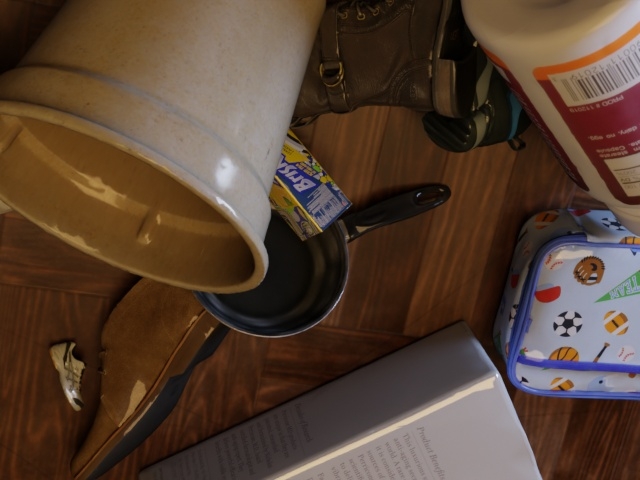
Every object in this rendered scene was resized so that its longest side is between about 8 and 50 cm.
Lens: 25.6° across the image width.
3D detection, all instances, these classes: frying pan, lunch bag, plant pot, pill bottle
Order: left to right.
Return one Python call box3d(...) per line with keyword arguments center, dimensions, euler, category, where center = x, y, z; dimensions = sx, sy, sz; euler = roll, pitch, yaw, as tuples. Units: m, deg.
box3d(center=(-0.148, -0.159, 1.406), dimensions=(0.334, 0.334, 0.305), euler=(32, 67, -20), category="plant pot")
box3d(center=(-0.022, -0.020, 1.637), dimensions=(0.197, 0.053, 0.326), euler=(46, 64, 4), category="frying pan")
box3d(center=(0.373, 0.090, 1.731), dimensions=(0.303, 0.115, 0.243), euler=(6, 113, -11), category="lunch bag")
box3d(center=(0.328, -0.176, 1.503), dimensions=(0.224, 0.224, 0.392), euler=(-38, 135, 6), category="pill bottle")

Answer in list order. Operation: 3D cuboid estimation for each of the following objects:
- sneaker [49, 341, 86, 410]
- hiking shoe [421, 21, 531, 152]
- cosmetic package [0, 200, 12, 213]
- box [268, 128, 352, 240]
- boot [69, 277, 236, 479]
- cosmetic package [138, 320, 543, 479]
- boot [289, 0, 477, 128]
box3d(center=(-0.291, 0.159, 1.666), dimensions=(0.037, 0.032, 0.083), euler=(-19, 85, -11), category="sneaker")
box3d(center=(0.187, -0.251, 1.580), dimensions=(0.132, 0.113, 0.304), euler=(-7, 109, -41), category="hiking shoe")
box3d(center=(-0.394, -0.145, 1.489), dimensions=(0.107, 0.127, 0.238), euler=(-15, 112, -5), category="cosmetic package")
box3d(center=(-0.045, -0.083, 1.581), dimensions=(0.054, 0.059, 0.169), euler=(-43, 98, -25), category="box")
box3d(center=(-0.223, 0.161, 1.675), dimensions=(0.115, 0.112, 0.305), euler=(39, 107, 9), category="boot")
box3d(center=(0.031, 0.310, 1.728), dimensions=(0.453, 0.161, 0.230), euler=(-24, 114, 0), category="cosmetic package")
box3d(center=(0.050, -0.244, 1.510), dimensions=(0.229, 0.091, 0.263), euler=(6, 103, 25), category="boot")
